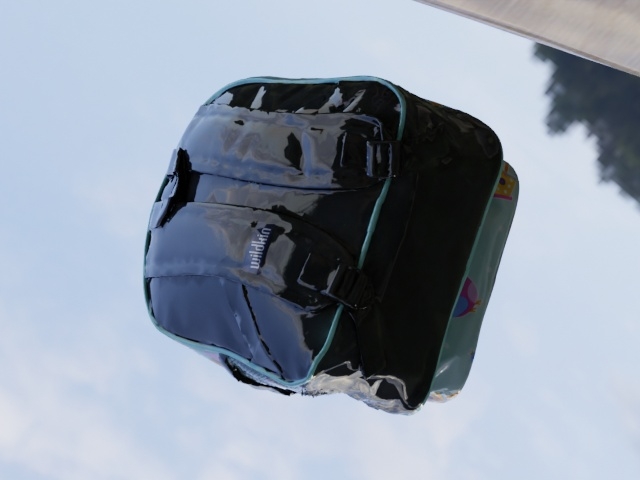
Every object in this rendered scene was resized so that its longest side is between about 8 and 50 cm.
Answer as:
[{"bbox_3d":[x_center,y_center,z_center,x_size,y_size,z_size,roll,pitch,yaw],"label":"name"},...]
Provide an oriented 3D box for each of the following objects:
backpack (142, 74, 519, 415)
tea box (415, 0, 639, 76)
[{"bbox_3d":[0.000,0.000,0.969,0.188,0.166,0.144,10,173,45],"label":"backpack"},{"bbox_3d":[0.061,-0.257,0.291,0.220,0.329,0.323,15,-133,-18],"label":"tea box"}]
